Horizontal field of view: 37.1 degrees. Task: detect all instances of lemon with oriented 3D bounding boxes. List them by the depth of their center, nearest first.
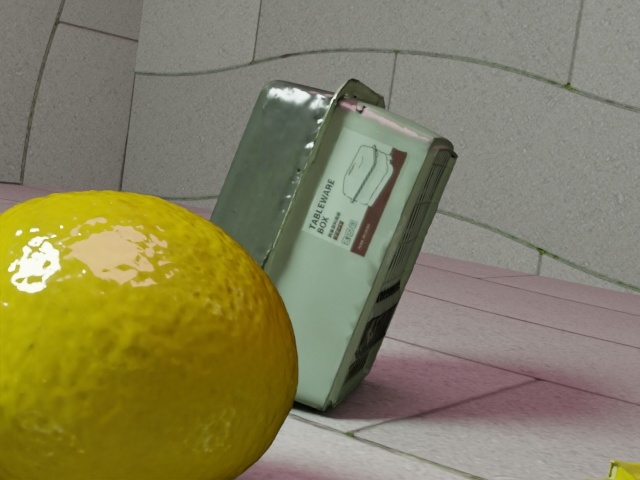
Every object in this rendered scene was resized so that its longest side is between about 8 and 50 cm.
[{"bbox_3d":[-0.116,0.063,0.542,0.244,0.187,0.187,19,0,-26],"label":"lemon"}]

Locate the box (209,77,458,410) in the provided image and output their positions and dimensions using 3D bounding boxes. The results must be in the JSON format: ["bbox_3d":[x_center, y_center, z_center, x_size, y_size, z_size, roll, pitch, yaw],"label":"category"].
[{"bbox_3d":[0.000,0.000,0.871,0.166,0.290,0.220,24,8,13],"label":"box"}]

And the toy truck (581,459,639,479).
[{"bbox_3d":[0.135,0.154,0.296,0.098,0.114,0.227,8,5,-6],"label":"toy truck"}]
